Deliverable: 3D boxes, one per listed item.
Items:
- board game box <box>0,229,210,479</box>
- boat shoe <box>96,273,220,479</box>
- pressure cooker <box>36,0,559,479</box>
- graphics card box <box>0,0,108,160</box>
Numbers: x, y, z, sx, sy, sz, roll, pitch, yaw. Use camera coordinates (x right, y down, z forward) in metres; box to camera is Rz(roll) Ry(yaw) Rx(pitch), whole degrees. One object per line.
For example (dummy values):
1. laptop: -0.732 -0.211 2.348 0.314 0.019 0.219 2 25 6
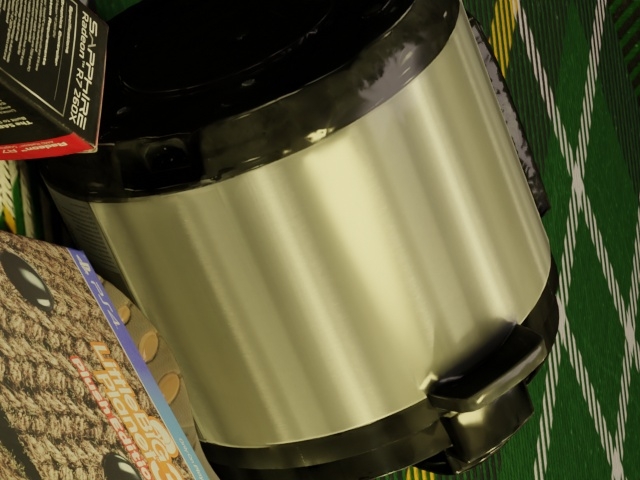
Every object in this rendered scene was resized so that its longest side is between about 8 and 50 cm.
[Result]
1. board game box: -0.218 0.119 1.227 0.232 0.141 0.291 59 14 18
2. boat shoe: -0.162 0.181 1.502 0.132 0.130 0.355 -41 110 -46
3. pressure cooker: -0.006 0.003 1.615 0.370 0.376 0.420 -77 148 -59
4. graphics card box: -0.303 -0.144 1.083 0.371 0.233 0.094 38 54 -61
